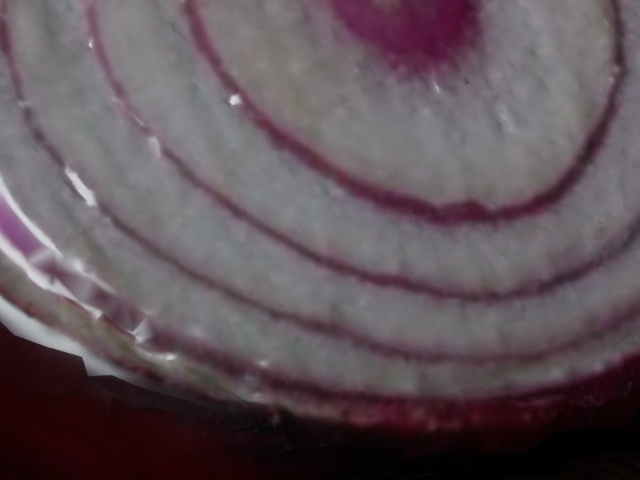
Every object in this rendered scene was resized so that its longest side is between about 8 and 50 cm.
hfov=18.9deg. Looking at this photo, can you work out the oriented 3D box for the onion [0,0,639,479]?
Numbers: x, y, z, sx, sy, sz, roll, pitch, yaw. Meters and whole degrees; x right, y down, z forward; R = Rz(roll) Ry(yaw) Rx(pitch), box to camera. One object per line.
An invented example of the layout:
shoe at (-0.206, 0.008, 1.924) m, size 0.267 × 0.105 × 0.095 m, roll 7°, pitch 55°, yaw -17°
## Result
onion at (0.000, 0.000, 0.659) m, size 0.282 × 0.337 × 0.260 m, roll 61°, pitch 156°, yaw 24°
